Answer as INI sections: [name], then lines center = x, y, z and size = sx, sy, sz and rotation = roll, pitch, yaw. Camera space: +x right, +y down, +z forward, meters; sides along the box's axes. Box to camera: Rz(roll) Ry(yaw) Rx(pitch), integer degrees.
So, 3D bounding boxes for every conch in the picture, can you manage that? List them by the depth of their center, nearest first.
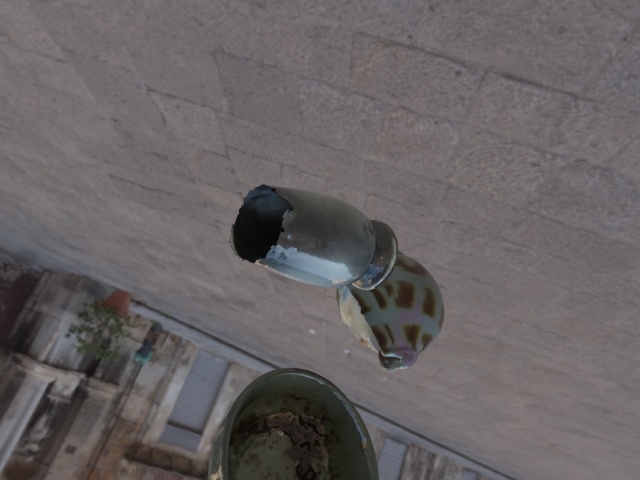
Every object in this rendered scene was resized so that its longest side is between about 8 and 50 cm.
[conch]
center = 0.127, 0.110, 0.982
size = 0.249, 0.197, 0.368
rotation = 54, 174, -33

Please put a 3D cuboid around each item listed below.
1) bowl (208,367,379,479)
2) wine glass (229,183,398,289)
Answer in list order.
[bowl]
center = -0.061, 0.360, 0.756
size = 0.289, 0.289, 0.146
rotation = 31, 132, -24
[wine glass]
center = 0.000, 0.000, 0.596
size = 0.204, 0.111, 0.111
rotation = 17, 169, -43
